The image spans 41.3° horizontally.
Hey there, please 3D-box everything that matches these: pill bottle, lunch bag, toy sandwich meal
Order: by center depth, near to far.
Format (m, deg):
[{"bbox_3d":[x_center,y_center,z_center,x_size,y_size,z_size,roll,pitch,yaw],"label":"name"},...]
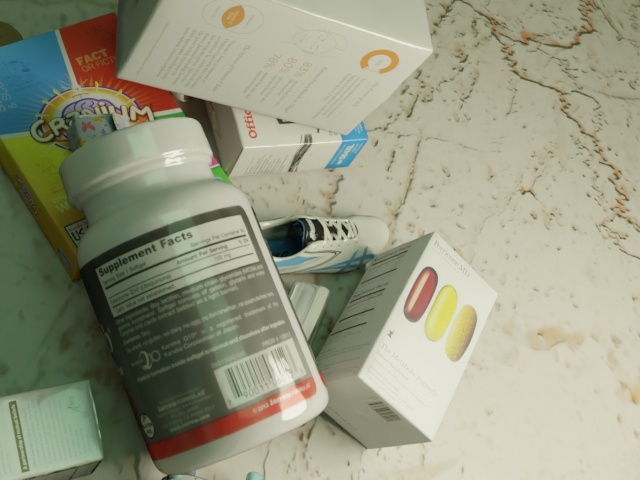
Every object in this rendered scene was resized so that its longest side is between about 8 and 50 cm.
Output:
[{"bbox_3d":[-0.149,0.059,0.964,0.210,0.210,0.362,-19,83,-30],"label":"pill bottle"},{"bbox_3d":[-0.268,-0.122,1.069,0.083,0.053,0.071,-7,70,-36],"label":"lunch bag"},{"bbox_3d":[-0.448,-0.267,1.158,0.086,0.029,0.085,13,49,-16],"label":"toy sandwich meal"}]

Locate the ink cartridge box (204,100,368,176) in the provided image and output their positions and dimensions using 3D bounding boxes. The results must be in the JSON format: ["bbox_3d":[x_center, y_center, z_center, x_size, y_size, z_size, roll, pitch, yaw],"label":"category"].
[{"bbox_3d":[-0.052,-0.183,1.250,0.203,0.086,0.148,-8,69,-28],"label":"ink cartridge box"}]

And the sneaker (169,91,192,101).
[{"bbox_3d":[-0.196,-0.318,1.255,0.123,0.106,0.290,22,47,-7],"label":"sneaker"}]

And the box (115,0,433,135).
[{"bbox_3d":[-0.063,-0.291,1.095,0.346,0.215,0.168,11,61,-28],"label":"box"}]

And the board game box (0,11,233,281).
[{"bbox_3d":[-0.301,-0.134,1.131,0.242,0.064,0.316,-30,79,-32],"label":"board game box"}]

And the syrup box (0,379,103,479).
[{"bbox_3d":[-0.363,0.226,0.905,0.237,0.093,0.096,-8,69,-26],"label":"syrup box"}]

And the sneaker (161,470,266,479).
[{"bbox_3d":[-0.176,0.323,0.950,0.283,0.110,0.122,3,46,-25],"label":"sneaker"}]

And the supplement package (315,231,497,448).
[{"bbox_3d":[0.106,0.130,1.117,0.139,0.134,0.244,43,55,-17],"label":"supplement package"}]

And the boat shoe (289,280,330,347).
[{"bbox_3d":[-0.047,0.130,1.113,0.063,0.066,0.184,20,63,11],"label":"boat shoe"}]

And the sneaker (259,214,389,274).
[{"bbox_3d":[0.000,0.000,1.182,0.237,0.086,0.085,-9,67,-28],"label":"sneaker"}]
